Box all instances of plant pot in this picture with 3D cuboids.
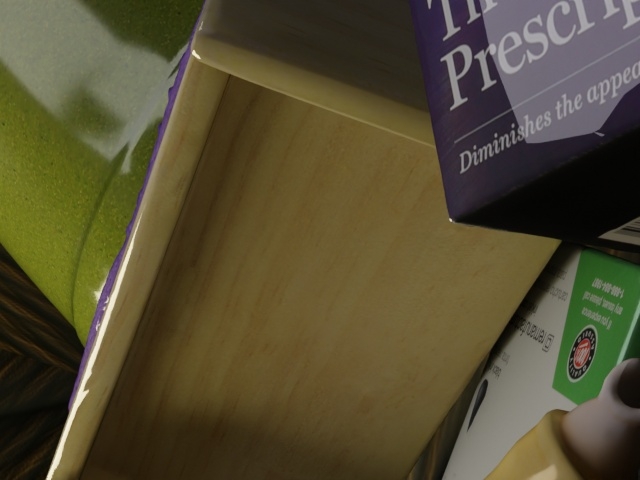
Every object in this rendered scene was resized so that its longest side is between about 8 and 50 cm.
[{"bbox_3d":[-0.100,-0.133,0.990,0.366,0.353,0.366,-46,-15,-17],"label":"plant pot"}]

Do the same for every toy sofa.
[{"bbox_3d":[0.000,0.000,0.667,0.362,0.150,0.177,116,172,-50],"label":"toy sofa"}]

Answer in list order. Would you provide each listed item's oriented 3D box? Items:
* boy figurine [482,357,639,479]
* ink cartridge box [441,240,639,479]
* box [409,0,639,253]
[{"bbox_3d":[0.062,0.107,0.448,0.285,0.092,0.177,-24,35,35],"label":"boy figurine"},{"bbox_3d":[0.095,0.112,0.596,0.153,0.087,0.208,-145,75,-81],"label":"ink cartridge box"},{"bbox_3d":[0.134,-0.126,0.391,0.261,0.103,0.184,-29,60,45],"label":"box"}]
